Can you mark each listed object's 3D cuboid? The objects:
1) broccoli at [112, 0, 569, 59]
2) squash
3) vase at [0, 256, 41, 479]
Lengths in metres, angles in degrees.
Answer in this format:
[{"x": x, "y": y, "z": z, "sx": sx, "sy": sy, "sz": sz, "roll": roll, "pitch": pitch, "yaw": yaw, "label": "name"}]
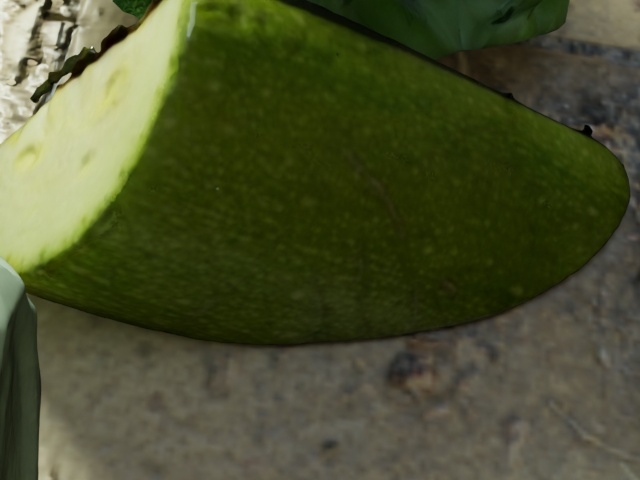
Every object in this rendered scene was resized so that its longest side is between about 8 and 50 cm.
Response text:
[{"x": 0.011, "y": -0.189, "z": 0.688, "sx": 0.294, "sy": 0.265, "sz": 0.245, "roll": -21, "pitch": 95, "yaw": -24, "label": "broccoli"}, {"x": 0.000, "y": 0.000, "z": 0.666, "sx": 0.252, "sy": 0.169, "sz": 0.093, "roll": 19, "pitch": 51, "yaw": -38, "label": "squash"}, {"x": -0.277, "y": 0.062, "z": 0.509, "sx": 0.360, "sy": 0.165, "sz": 0.165, "roll": 3, "pitch": 56, "yaw": -2, "label": "vase"}]
